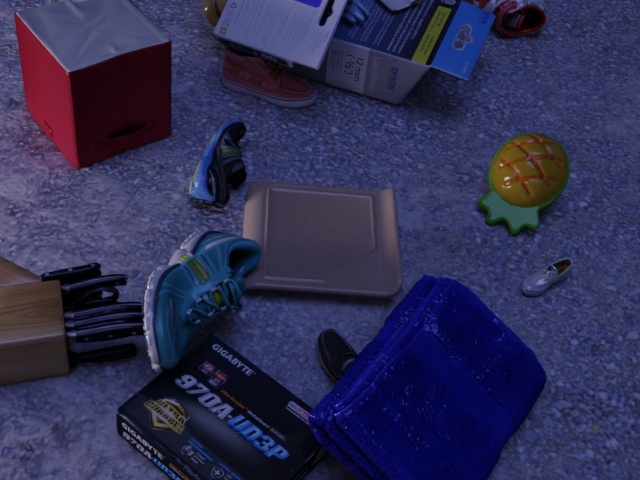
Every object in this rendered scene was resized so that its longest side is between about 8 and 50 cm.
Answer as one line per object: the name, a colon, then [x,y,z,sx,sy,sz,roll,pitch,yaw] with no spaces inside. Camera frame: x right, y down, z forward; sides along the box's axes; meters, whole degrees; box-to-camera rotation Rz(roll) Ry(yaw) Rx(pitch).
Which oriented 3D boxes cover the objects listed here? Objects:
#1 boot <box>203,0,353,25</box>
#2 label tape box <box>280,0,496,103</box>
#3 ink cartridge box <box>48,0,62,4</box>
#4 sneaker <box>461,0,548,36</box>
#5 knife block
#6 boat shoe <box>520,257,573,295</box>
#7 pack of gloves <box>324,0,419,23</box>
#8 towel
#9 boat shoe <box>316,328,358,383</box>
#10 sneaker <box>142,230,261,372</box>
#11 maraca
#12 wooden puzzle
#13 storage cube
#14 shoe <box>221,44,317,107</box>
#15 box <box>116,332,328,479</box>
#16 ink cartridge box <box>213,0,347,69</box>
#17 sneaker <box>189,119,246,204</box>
boot: [-0.077,-0.511,1.698,0.269,0.089,0.236,-9,71,14]
label tape box: [0.129,-0.378,1.740,0.347,0.115,0.249,19,47,8]
ink cartridge box: [-0.422,-0.546,1.758,0.066,0.189,0.232,34,50,21]
sneaker: [0.340,-0.498,1.904,0.269,0.090,0.145,9,43,-5]
knife block: [-0.370,0.130,1.186,0.242,0.088,0.276,25,47,16]
boat shoe: [0.349,0.052,1.414,0.100,0.035,0.035,-20,53,-26]
pack of gloves: [0.047,-0.490,1.726,0.195,0.046,0.232,-28,54,-29]
towel: [0.150,0.197,1.178,0.227,0.076,0.308,41,52,5]
boat shoe: [0.041,0.173,1.238,0.056,0.049,0.152,-14,51,-24]
sneaker: [-0.159,0.068,1.234,0.109,0.107,0.275,3,34,16]
maraca: [0.334,-0.096,1.517,0.127,0.099,0.186,23,73,20]
wooden puzzle: [0.000,0.000,1.409,0.238,0.044,0.221,1,47,-2]
storage cube: [-0.366,-0.268,1.499,0.183,0.193,0.215,-25,56,-29]
shoe: [-0.090,-0.297,1.647,0.177,0.081,0.064,15,47,6]
box: [-0.117,0.237,1.151,0.220,0.051,0.175,34,50,22]
ink cartridge box: [-0.053,-0.409,1.593,0.208,0.045,0.206,22,86,16]
sneaker: [-0.154,-0.123,1.493,0.078,0.067,0.188,28,43,-12]
